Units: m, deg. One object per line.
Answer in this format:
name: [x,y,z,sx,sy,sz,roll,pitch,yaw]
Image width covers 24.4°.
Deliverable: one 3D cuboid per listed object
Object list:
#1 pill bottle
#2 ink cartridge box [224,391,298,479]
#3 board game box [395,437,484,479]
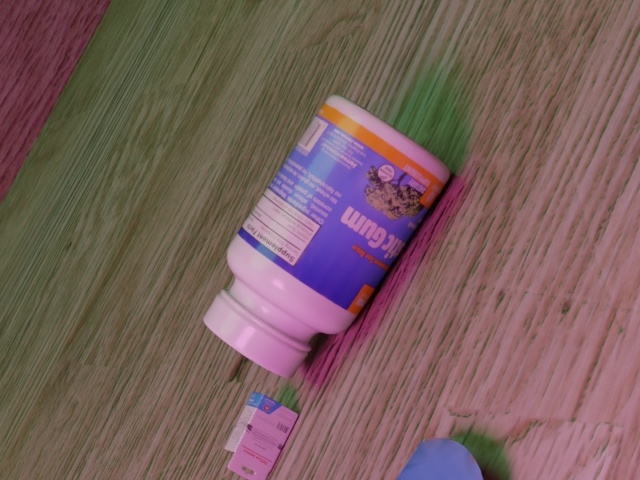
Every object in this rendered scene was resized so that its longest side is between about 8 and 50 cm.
pill bottle: [0.000,0.000,1.520,0.272,0.152,0.152,-57,25,3]
ink cartridge box: [-0.065,0.204,1.520,0.028,0.048,0.083,2,62,62]
board game box: [0.090,0.248,1.212,0.168,0.033,0.133,-58,29,11]
